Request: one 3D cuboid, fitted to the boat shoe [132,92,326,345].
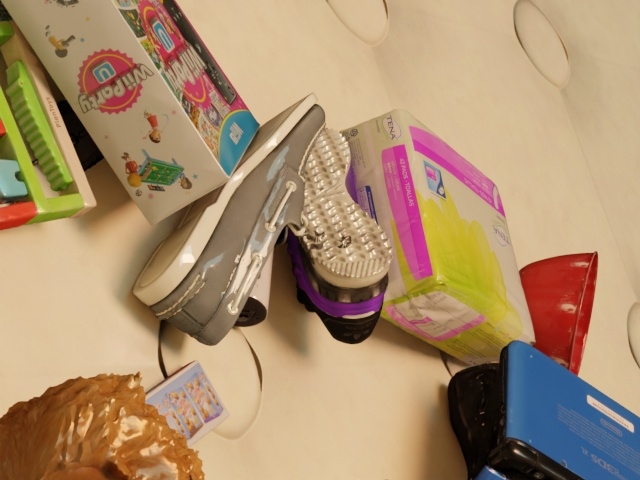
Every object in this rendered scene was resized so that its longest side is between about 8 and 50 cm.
[{"bbox_3d":[-0.069,-0.024,1.748,0.099,0.116,0.319,45,49,-13],"label":"boat shoe"}]

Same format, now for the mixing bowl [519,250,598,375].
[{"bbox_3d":[0.277,0.094,2.164,0.181,0.098,0.181,11,90,-78],"label":"mixing bowl"}]

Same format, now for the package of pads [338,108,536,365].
[{"bbox_3d":[0.139,0.008,2.015,0.296,0.101,0.229,30,44,-57],"label":"package of pads"}]

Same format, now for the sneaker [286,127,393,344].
[{"bbox_3d":[-0.001,0.000,1.878,0.293,0.102,0.146,-110,-165,-50],"label":"sneaker"}]

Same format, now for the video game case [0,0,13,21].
[{"bbox_3d":[-0.354,-0.245,1.622,0.157,0.019,0.143,54,33,-12],"label":"video game case"}]

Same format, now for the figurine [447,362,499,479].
[{"bbox_3d":[0.228,0.278,2.016,0.215,0.092,0.209,35,49,-38],"label":"figurine"}]

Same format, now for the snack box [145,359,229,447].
[{"bbox_3d":[-0.147,0.170,1.607,0.064,0.022,0.178,60,32,-3],"label":"snack box"}]

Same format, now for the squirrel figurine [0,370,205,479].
[{"bbox_3d":[-0.125,0.308,1.317,0.370,0.281,0.397,39,41,-43],"label":"squirrel figurine"}]

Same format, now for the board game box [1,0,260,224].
[{"bbox_3d":[-0.190,-0.187,1.680,0.303,0.097,0.224,57,13,-11],"label":"board game box"}]

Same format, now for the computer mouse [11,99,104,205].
[{"bbox_3d":[-0.256,-0.077,1.616,0.071,0.041,0.242,58,33,-9],"label":"computer mouse"}]

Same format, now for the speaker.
[{"bbox_3d":[-0.075,0.021,1.789,0.055,0.055,0.136,38,40,-33],"label":"speaker"}]

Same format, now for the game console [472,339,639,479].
[{"bbox_3d":[0.258,0.298,1.920,0.293,0.173,0.250,34,38,-23],"label":"game console"}]

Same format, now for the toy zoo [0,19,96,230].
[{"bbox_3d":[-0.339,-0.092,1.492,0.293,0.030,0.192,-13,77,-49],"label":"toy zoo"}]
